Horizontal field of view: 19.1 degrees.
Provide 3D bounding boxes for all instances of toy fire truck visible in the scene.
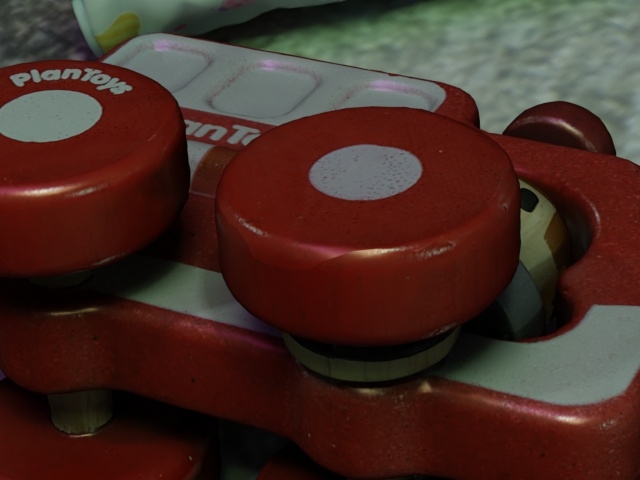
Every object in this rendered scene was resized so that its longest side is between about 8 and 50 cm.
[{"bbox_3d":[0.000,0.000,0.731,0.302,0.169,0.254,11,35,23],"label":"toy fire truck"}]

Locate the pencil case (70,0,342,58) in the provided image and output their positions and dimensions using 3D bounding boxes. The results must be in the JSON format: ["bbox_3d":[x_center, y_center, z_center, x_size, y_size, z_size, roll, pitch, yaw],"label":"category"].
[{"bbox_3d":[0.008,-0.162,0.885,0.273,0.113,0.124,-12,30,7],"label":"pencil case"}]
